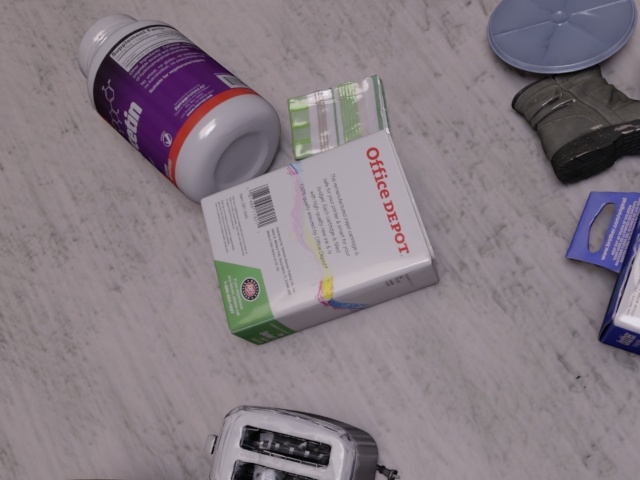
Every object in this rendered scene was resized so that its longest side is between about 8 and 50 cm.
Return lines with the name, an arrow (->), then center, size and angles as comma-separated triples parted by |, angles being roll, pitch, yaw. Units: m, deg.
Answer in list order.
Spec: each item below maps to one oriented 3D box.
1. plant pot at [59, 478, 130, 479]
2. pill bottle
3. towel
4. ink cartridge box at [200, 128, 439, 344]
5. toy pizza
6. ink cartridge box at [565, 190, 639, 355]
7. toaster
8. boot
plant pot -> -0.248, 0.385, 0.804 | 0.187, 0.212, 0.212 | 11, 63, 12
pill bottle -> -0.223, -0.208, 1.045 | 0.323, 0.181, 0.181 | 41, 86, 24
towel -> 0.026, -0.188, 1.054 | 0.152, 0.023, 0.113 | -11, 69, 12
ink cartridge box -> 0.000, 0.000, 0.946 | 0.278, 0.117, 0.201 | -20, 68, 9
toy pizza -> 0.341, -0.306, 0.986 | 0.201, 0.032, 0.201 | -9, 55, 14
ink cartridge box -> 0.494, 0.030, 0.780 | 0.395, 0.151, 0.270 | 20, 79, 19
toaster -> -0.026, 0.275, 0.845 | 0.227, 0.146, 0.129 | 9, 76, 18
boot -> 0.396, -0.188, 0.925 | 0.247, 0.083, 0.161 | -18, 58, 4
